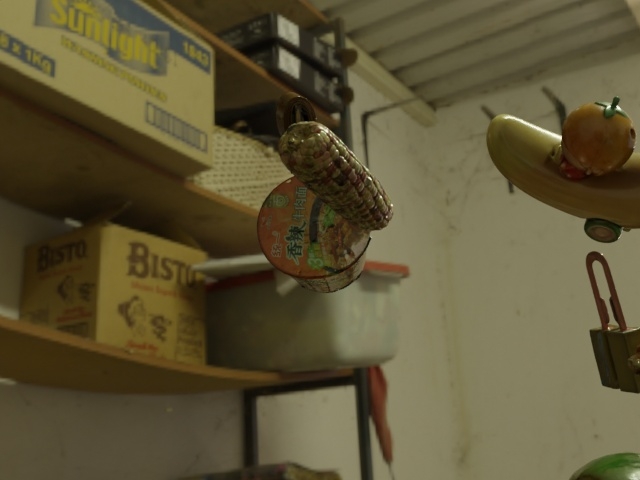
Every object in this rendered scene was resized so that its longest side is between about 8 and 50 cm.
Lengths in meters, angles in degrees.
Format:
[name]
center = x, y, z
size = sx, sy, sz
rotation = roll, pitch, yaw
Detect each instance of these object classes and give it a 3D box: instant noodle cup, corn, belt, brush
[instant noodle cup]
center = 0.000, 0.000, 1.643
size = 0.230, 0.230, 0.182
rotation = -5, -23, 6
[corn]
center = 0.034, -0.084, 1.192
size = 0.086, 0.086, 0.253
rotation = -13, -35, 30
[belt]
center = -0.036, -0.188, 1.256
size = 0.059, 0.083, 0.036
rotation = -20, 30, -23
[brush]
center = 0.482, 0.129, 1.330
size = 0.047, 0.233, 0.103
rotation = -13, -1, -14

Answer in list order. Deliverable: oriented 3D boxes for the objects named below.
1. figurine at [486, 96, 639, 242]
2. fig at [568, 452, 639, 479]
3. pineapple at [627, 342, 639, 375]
[figurine]
center = 0.411, -0.120, 1.231
size = 0.325, 0.124, 0.222
rotation = 24, -25, 6
[fig]
center = 0.317, 0.301, 0.806
size = 0.191, 0.181, 0.181
rotation = 42, -37, -21
[pineapple]
center = 0.500, 0.169, 1.107
size = 0.137, 0.116, 0.069
rotation = -26, 20, 1
